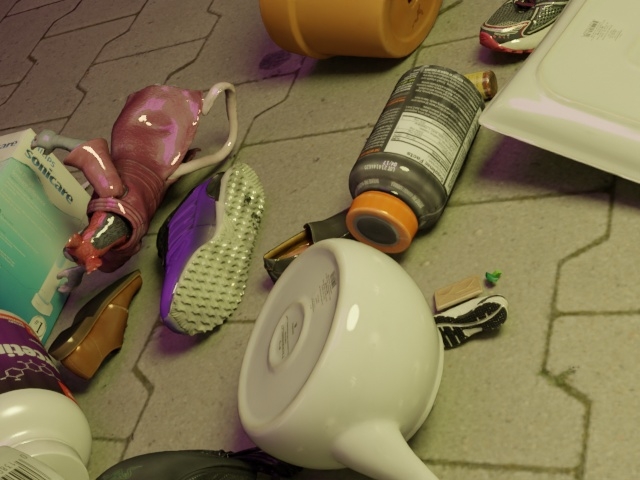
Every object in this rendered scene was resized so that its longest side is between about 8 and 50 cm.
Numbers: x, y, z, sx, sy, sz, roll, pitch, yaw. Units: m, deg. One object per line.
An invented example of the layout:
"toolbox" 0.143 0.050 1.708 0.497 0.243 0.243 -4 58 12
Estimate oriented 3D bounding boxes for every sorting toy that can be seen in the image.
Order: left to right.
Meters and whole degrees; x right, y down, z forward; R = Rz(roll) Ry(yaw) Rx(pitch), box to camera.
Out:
"sorting toy" 0.173 0.057 0.983 0.083 0.012 0.062 -23 13 12

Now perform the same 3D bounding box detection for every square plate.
"square plate" 0.418 -0.209 0.998 0.344 0.049 0.347 26 64 27

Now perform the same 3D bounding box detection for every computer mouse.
"computer mouse" -0.149 0.240 0.849 0.188 0.272 0.072 -11 87 21

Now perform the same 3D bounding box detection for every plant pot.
"plant pot" 0.069 -0.419 1.359 0.203 0.291 0.291 25 65 28

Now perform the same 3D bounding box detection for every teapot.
"teapot" 0.041 0.129 0.890 0.252 0.187 0.256 -13 55 63

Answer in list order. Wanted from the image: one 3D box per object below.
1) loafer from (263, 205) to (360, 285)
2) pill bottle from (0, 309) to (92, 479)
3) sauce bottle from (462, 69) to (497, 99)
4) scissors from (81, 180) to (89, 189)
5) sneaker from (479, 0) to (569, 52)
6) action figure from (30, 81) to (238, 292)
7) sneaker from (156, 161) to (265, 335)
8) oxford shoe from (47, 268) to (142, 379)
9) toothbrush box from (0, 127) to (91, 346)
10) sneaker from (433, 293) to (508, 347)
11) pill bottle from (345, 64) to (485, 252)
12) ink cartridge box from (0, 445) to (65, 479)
"loafer" 0.000 0.000 1.131 0.170 0.061 0.062 -39 39 -8
"pill bottle" -0.406 0.229 1.079 0.181 0.181 0.323 -42 41 -10
"sauce bottle" 0.193 -0.219 1.239 0.128 0.042 0.042 -5 47 32
"scissors" -0.542 -0.014 1.537 0.109 0.021 0.297 17 62 45
"sneaker" 0.346 -0.388 1.251 0.299 0.112 0.121 -41 40 -8
"action figure" -0.278 -0.065 1.284 0.275 0.248 0.370 -1 37 7
"sneaker" -0.181 0.022 1.213 0.146 0.102 0.293 -14 39 31
"oxford shoe" -0.308 0.119 1.219 0.076 0.076 0.212 -27 21 34
"toothbrush box" -0.492 0.006 1.333 0.126 0.216 0.295 -8 47 27
"sneaker" 0.164 0.090 0.958 0.109 0.040 0.044 -19 9 27
"pill bottle" 0.117 -0.102 1.102 0.130 0.130 0.246 3 52 36
"ink cartridge box" -0.414 0.412 0.782 0.091 0.308 0.385 27 99 7
